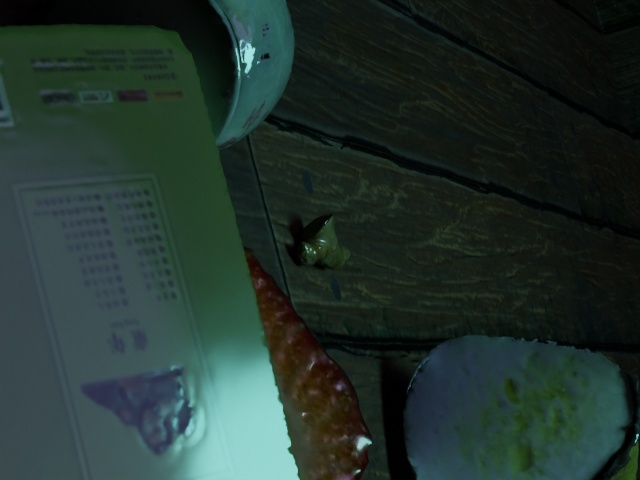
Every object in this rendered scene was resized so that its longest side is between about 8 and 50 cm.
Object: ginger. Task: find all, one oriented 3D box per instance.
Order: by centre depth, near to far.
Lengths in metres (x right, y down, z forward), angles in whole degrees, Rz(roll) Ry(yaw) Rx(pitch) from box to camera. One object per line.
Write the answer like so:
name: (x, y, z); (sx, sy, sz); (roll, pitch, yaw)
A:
ginger: (-0.001, -0.001, 1.693); (0.097, 0.030, 0.048); (11, 91, -67)

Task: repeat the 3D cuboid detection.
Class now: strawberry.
strawberry: (-0.059, 0.127, 1.308); (0.175, 0.107, 0.236); (26, 46, -19)

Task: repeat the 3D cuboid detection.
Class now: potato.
potato: (0.199, 0.226, 1.835); (0.266, 0.229, 0.229); (73, 10, -54)

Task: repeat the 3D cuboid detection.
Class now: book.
book: (-0.131, 0.043, 1.139); (0.239, 0.035, 0.352); (-6, 79, -48)

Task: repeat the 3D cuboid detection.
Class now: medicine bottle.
medicine bottle: (-0.101, -0.125, 1.326); (0.147, 0.147, 0.143); (69, 20, -9)
